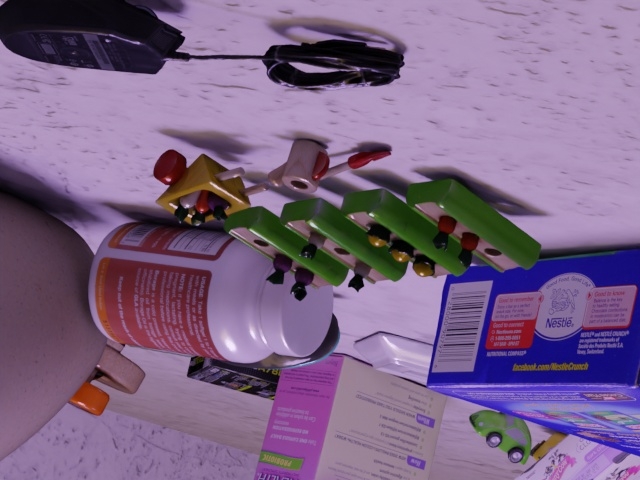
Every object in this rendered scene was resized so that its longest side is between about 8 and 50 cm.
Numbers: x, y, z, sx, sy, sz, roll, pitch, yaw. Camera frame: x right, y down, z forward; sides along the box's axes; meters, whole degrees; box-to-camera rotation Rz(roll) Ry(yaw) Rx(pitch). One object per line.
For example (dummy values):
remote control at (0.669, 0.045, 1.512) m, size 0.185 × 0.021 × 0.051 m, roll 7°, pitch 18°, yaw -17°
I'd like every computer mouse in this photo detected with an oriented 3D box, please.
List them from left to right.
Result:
computer mouse at (-0.071, -0.121, 0.972) m, size 0.242 × 0.041 × 0.071 m, roll 7°, pitch 166°, yaw 2°

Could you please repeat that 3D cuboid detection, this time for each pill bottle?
pill bottle at (-0.102, 0.051, 1.573) m, size 0.216 × 0.121 × 0.121 m, roll 7°, pitch 166°, yaw 32°

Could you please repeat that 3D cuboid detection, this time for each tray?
tray at (0.178, 0.164, 2.003) m, size 0.270 × 0.030 × 0.145 m, roll 16°, pitch 169°, yaw -9°

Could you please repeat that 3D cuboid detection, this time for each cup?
cup at (-0.350, 0.075, 1.637) m, size 0.331 × 0.331 × 0.237 m, roll 2°, pitch -170°, yaw 43°

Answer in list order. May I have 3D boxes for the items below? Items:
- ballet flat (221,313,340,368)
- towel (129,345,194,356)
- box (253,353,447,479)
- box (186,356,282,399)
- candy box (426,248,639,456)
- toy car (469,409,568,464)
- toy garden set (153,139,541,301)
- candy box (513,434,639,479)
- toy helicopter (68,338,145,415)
ballet flat at (-0.113, 0.080, 1.805) m, size 0.280 × 0.095 × 0.096 m, roll 5°, pitch 153°, yaw 37°
towel at (-0.246, 0.131, 2.370) m, size 0.113 × 0.023 × 0.152 m, roll 8°, pitch 165°, yaw 16°
box at (0.036, 0.292, 2.242) m, size 0.117 × 0.243 × 0.213 m, roll 1°, pitch 163°, yaw 46°
box at (-0.088, 0.195, 2.421) m, size 0.184 × 0.045 × 0.191 m, roll 14°, pitch 168°, yaw -11°
candy box at (0.297, 0.112, 1.403) m, size 0.317 × 0.122 × 0.268 m, roll 22°, pitch 165°, yaw -30°
toy car at (0.302, 0.293, 2.298) m, size 0.225 × 0.053 × 0.239 m, roll 36°, pitch -168°, yaw -20°
toy garden set at (0.007, -0.010, 1.263) m, size 0.244 × 0.049 × 0.204 m, roll -7°, pitch 148°, yaw 46°
candy box at (0.350, 0.285, 2.035) m, size 0.196 × 0.165 × 0.070 m, roll 30°, pitch -158°, yaw -55°
toy helicopter at (-0.398, 0.113, 2.252) m, size 0.355 × 0.140 × 0.235 m, roll 26°, pitch 169°, yaw 4°
